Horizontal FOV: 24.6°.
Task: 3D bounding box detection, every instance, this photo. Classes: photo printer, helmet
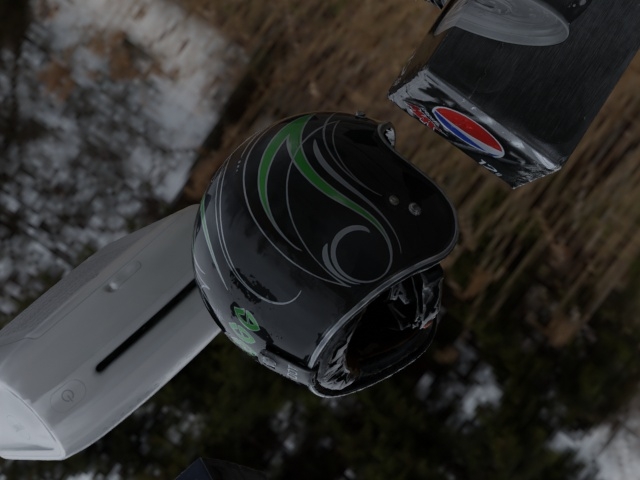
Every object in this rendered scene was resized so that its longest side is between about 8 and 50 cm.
[{"bbox_3d":[-0.193,0.084,1.300,0.107,0.256,0.307,52,156,-9],"label":"photo printer"},{"bbox_3d":[0.000,0.000,0.932,0.161,0.169,0.169,50,-167,26],"label":"helmet"}]

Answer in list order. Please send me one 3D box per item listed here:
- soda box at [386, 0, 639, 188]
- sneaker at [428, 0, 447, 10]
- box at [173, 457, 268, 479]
[{"bbox_3d":[0.094,-0.104,0.499,0.060,0.169,0.053,35,170,-8],"label":"soda box"},{"bbox_3d":[0.147,-0.282,1.611,0.267,0.106,0.101,-102,-6,-50],"label":"sneaker"},{"bbox_3d":[-0.119,0.324,1.337,0.108,0.207,0.153,27,-153,-53],"label":"box"}]
